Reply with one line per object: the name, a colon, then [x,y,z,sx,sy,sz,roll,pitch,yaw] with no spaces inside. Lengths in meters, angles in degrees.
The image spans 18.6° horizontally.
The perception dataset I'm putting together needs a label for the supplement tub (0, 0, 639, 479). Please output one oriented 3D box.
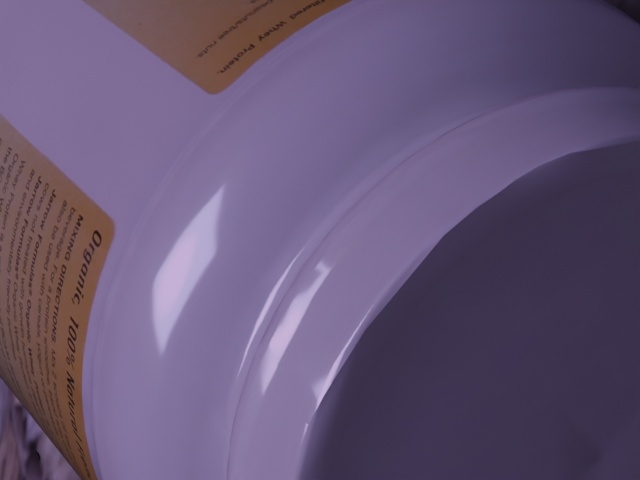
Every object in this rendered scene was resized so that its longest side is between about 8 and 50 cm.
supplement tub: [0.000,0.000,0.662,0.316,0.228,0.228,39,117,52]
